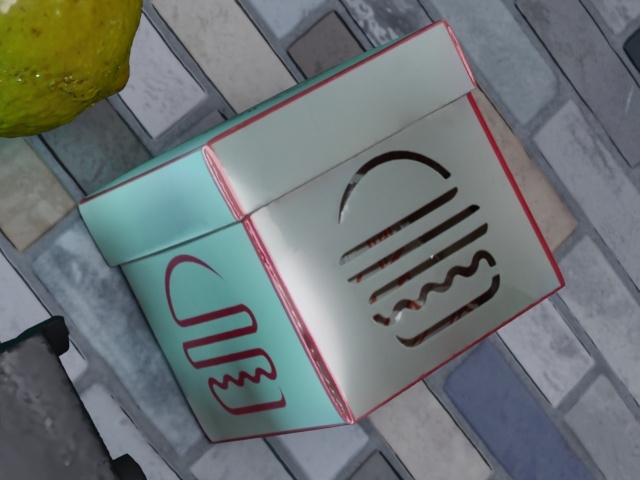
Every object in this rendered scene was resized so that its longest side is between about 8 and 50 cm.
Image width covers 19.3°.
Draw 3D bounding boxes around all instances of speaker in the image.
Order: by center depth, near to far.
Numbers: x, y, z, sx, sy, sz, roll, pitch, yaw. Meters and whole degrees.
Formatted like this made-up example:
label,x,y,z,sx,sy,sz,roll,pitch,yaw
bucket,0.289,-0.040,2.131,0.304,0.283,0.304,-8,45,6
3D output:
label,x,y,z,sx,sy,sz,roll,pitch,yaw
speaker,-0.330,0.206,1.702,0.254,0.232,0.184,-30,97,-30

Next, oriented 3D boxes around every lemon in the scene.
label,x,y,z,sx,sy,sz,roll,pitch,yaw
lemon,-0.313,-0.236,1.792,0.310,0.258,0.257,29,67,-29

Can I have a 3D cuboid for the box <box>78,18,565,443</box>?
label,x,y,z,sx,sy,sz,roll,pitch,yaw
box,0.000,0.000,1.889,0.314,0.312,0.300,-30,97,-30
